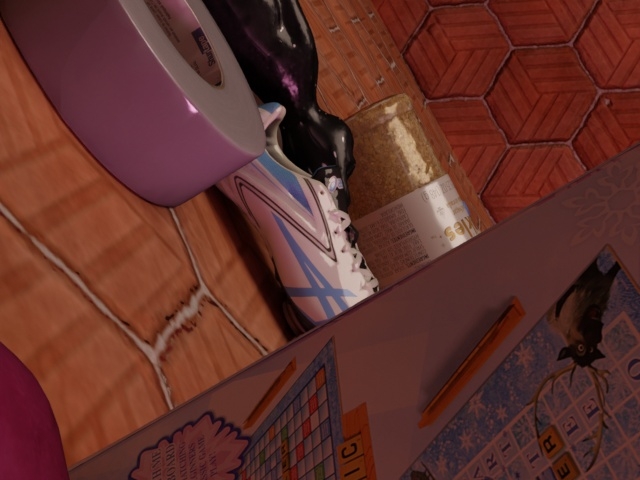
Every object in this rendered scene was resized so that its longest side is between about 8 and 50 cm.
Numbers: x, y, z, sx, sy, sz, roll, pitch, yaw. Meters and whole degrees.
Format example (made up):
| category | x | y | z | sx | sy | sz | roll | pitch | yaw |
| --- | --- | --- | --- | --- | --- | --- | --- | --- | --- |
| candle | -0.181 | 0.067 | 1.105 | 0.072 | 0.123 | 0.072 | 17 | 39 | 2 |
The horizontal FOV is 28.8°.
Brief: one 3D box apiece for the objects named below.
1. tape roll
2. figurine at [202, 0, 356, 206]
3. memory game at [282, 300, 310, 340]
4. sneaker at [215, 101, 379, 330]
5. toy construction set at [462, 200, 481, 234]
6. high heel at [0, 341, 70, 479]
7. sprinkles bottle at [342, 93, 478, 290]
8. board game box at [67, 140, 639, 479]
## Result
| category | x | y | z | sx | sy | sz | roll | pitch | yaw |
| --- | --- | --- | --- | --- | --- | --- | --- | --- | --- |
| tape roll | -0.125 | -0.132 | 0.834 | 0.219 | 0.072 | 0.219 | 54 | 13 | -18 |
| figurine | -0.044 | -0.130 | 1.073 | 0.209 | 0.092 | 0.215 | 64 | -8 | -12 |
| memory game | 0.021 | 0.111 | 0.987 | 0.186 | 0.012 | 0.186 | 55 | 12 | -18 |
| sneaker | 0.000 | 0.000 | 0.947 | 0.237 | 0.086 | 0.085 | 55 | 13 | 4 |
| toy construction set | 0.172 | 0.073 | 1.426 | 0.327 | 0.151 | 0.215 | 41 | 45 | -36 |
| high heel | -0.125 | 0.063 | 0.199 | 0.181 | 0.127 | 0.377 | 48 | 9 | -3 |
| sprinkles bottle | 0.112 | 0.039 | 1.207 | 0.355 | 0.121 | 0.121 | 62 | 12 | -1 |
| board game box | 0.059 | 0.126 | 0.363 | 0.066 | 0.318 | 0.319 | 52 | 14 | -33 |
